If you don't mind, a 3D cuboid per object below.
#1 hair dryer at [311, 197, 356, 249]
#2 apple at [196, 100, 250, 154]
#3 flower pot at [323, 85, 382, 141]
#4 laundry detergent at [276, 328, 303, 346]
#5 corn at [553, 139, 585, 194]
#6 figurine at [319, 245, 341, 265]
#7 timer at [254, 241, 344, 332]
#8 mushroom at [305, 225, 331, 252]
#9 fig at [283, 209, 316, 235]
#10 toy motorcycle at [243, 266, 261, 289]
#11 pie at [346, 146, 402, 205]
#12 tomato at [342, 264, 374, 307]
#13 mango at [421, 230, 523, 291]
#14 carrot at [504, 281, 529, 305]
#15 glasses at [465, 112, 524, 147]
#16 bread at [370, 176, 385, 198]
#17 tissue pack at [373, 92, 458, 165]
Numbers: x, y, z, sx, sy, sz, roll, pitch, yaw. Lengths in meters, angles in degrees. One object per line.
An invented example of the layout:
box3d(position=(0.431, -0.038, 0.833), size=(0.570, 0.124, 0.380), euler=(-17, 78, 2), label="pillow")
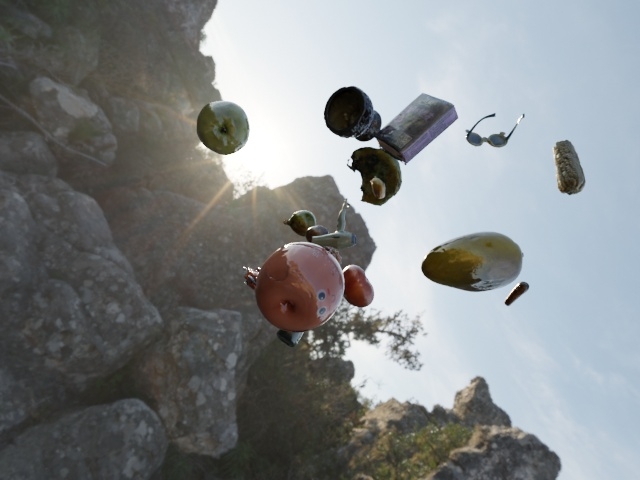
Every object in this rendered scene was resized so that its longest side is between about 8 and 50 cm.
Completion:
box3d(position=(0.041, -0.055, 1.493), size=(0.067, 0.167, 0.199), euler=(52, 27, -63), label="hair dryer")
box3d(position=(-0.331, -0.383, 1.372), size=(0.200, 0.200, 0.200), euler=(58, -13, 22), label="apple")
box3d(position=(0.193, -0.667, 2.179), size=(0.267, 0.266, 0.266), euler=(8, 44, -55), label="flower pot")
box3d(position=(-0.056, 0.243, 1.340), size=(0.078, 0.221, 0.144), euler=(32, -21, 12), label="laundry detergent")
box3d(position=(0.870, -0.255, 1.409), size=(0.087, 0.087, 0.211), euler=(84, 15, -58), label="corn")
box3d(position=(0.042, 0.068, 2.052), size=(0.157, 0.126, 0.114), euler=(33, 16, -22), label="figurine")
box3d(position=(-0.053, 0.122, 1.056), size=(0.229, 0.230, 0.215), euler=(66, 31, -14), label="timer")
box3d(position=(0.004, -0.006, 1.586), size=(0.129, 0.088, 0.073), euler=(46, -40, -1), label="mushroom")
box3d(position=(-0.118, -0.088, 2.222), size=(0.148, 0.186, 0.142), euler=(-113, -160, -58), label="fig")
box3d(position=(-0.337, 0.242, 2.247), size=(0.221, 0.148, 0.326), euler=(45, -6, -18), label="toy motorcycle")
box3d(position=(0.323, -0.372, 2.313), size=(0.371, 0.297, 0.078), euler=(67, 29, -21), label="pie")
box3d(position=(0.203, 0.265, 2.326), size=(0.259, 0.180, 0.260), euler=(60, 0, 0), label="tomato")
box3d(position=(0.605, 0.089, 1.623), size=(0.301, 0.445, 0.220), euler=(113, -28, -55), label="mango")
box3d(position=(1.002, 0.273, 2.054), size=(0.055, 0.055, 0.161), euler=(55, -43, 32), label="carrot")
box3d(position=(0.732, -0.455, 1.679), size=(0.220, 0.190, 0.088), euler=(117, -24, -85), label="glasses")
box3d(position=(0.266, -0.240, 1.854), size=(0.072, 0.053, 0.106), euler=(40, -14, 27), label="bread")
box3d(position=(0.482, -0.580, 2.048), size=(0.259, 0.361, 0.122), euler=(48, -1, 46), label="tissue pack")
